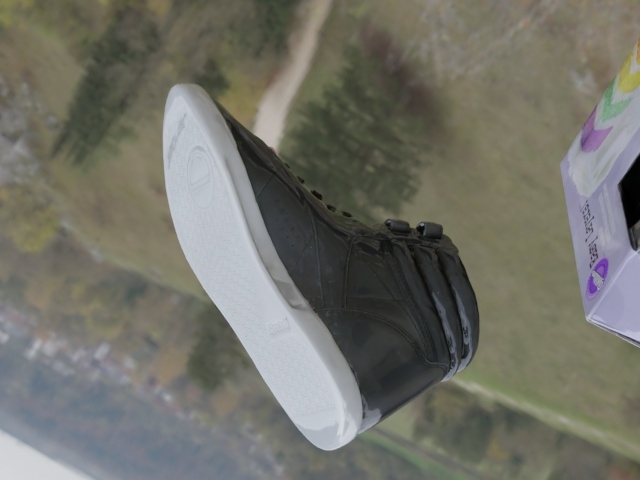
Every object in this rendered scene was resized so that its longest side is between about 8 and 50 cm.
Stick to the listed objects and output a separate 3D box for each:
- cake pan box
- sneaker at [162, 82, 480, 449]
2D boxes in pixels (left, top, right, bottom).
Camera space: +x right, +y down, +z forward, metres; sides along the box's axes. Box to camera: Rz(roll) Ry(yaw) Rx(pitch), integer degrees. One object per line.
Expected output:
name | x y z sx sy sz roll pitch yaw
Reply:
cake pan box | 0.276 -0.081 1.050 0.070 0.246 0.267 22 -149 -8
sneaker | 0.000 0.000 0.964 0.296 0.146 0.105 58 146 27
